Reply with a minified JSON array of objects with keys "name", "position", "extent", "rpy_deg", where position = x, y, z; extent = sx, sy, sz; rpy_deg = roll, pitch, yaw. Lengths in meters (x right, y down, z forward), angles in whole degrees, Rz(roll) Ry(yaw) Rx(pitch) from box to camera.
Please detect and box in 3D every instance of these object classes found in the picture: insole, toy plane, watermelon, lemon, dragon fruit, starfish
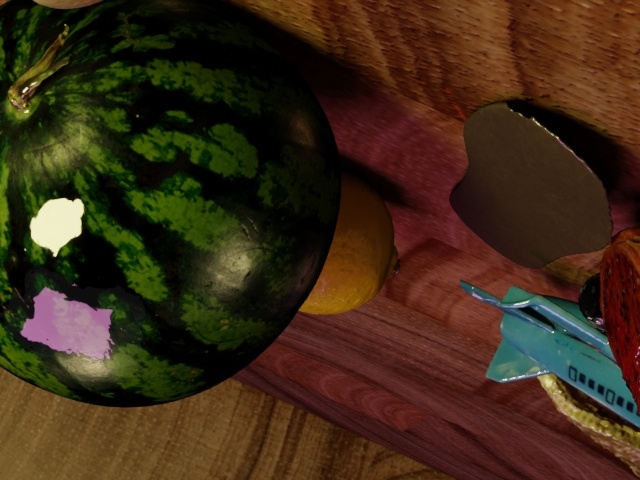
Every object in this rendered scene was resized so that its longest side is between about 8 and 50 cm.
[{"name":"insole","position":[0.126,-0.024,1.134],"extent":[0.111,0.007,0.328],"rpy_deg":[41,172,4]},{"name":"toy plane","position":[0.231,0.091,1.274],"extent":[0.271,0.105,0.254],"rpy_deg":[16,167,34]},{"name":"watermelon","position":[-0.123,-0.028,1.101],"extent":[0.269,0.269,0.269],"rpy_deg":[23,169,5]},{"name":"lemon","position":[0.000,0.000,1.324],"extent":[0.133,0.109,0.109],"rpy_deg":[15,173,-22]},{"name":"dragon fruit","position":[0.232,0.029,1.080],"extent":[0.121,0.127,0.161],"rpy_deg":[-16,135,-1]},{"name":"starfish","position":[0.307,0.169,1.523],"extent":[0.327,0.094,0.375],"rpy_deg":[25,174,-15]}]

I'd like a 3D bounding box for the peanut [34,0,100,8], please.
[{"name":"peanut","position":[-0.121,-0.160,0.924],"extent":[0.076,0.076,0.152],"rpy_deg":[28,171,-18]}]
